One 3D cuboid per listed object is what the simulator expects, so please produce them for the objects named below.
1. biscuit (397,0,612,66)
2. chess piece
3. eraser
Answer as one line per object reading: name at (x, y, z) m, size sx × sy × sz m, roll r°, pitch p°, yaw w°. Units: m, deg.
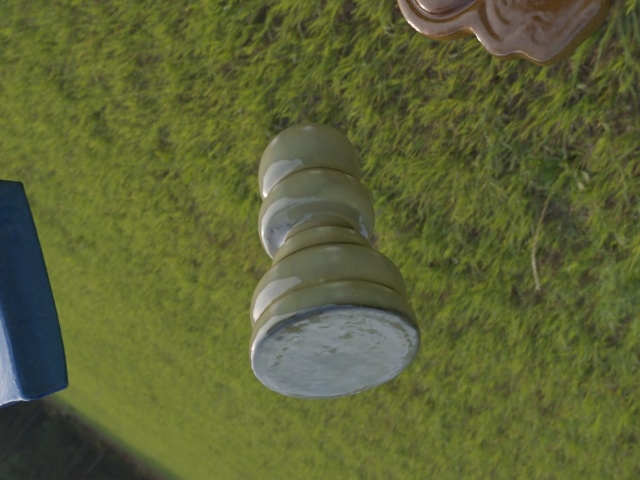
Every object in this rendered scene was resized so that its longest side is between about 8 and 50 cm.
biscuit at (0.146, -0.308, 0.692) m, size 0.333 × 0.202 × 0.047 m, roll 55°, pitch -159°, yaw 22°
chess piece at (0.000, 0.000, 0.740) m, size 0.167 × 0.299 × 0.167 m, roll -4°, pitch 138°, yaw -4°
eraser at (-0.290, 0.071, 0.531) m, size 0.312 × 0.043 × 0.144 m, roll -23°, pitch 80°, yaw 41°
